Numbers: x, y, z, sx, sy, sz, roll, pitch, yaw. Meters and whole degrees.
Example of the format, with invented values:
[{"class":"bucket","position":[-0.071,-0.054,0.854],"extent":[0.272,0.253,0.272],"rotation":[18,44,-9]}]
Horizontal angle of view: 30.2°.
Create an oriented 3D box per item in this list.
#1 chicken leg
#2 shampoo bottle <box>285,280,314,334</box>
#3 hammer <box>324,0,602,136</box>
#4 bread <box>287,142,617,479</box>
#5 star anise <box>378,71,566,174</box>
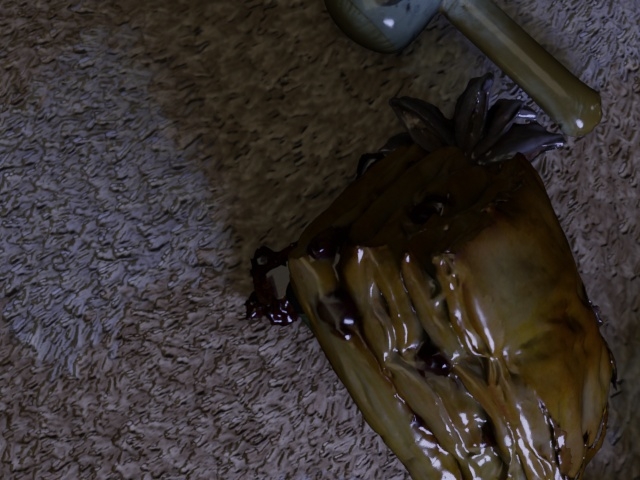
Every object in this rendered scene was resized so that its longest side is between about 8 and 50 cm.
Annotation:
[{"class":"chicken leg","position":[0.003,0.006,1.217],"extent":[0.219,0.048,0.089],"rotation":[-43,88,1]},{"class":"shampoo bottle","position":[0.084,0.130,1.167],"extent":[0.101,0.101,0.284],"rotation":[-37,102,2]},{"class":"hammer","position":[0.167,-0.219,1.193],"extent":[0.305,0.113,0.202],"rotation":[41,94,0]},{"class":"bread","position":[0.147,0.069,1.057],"extent":[0.167,0.277,0.325],"rotation":[-27,102,40]},{"class":"star anise","position":[0.133,-0.087,1.176],"extent":[0.182,0.065,0.195],"rotation":[-36,125,25]}]
